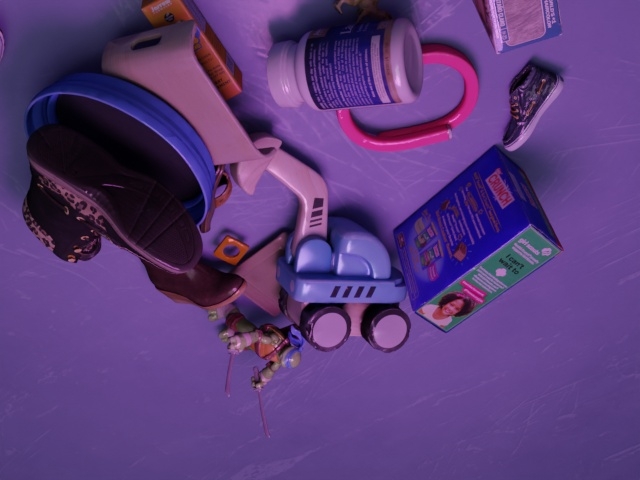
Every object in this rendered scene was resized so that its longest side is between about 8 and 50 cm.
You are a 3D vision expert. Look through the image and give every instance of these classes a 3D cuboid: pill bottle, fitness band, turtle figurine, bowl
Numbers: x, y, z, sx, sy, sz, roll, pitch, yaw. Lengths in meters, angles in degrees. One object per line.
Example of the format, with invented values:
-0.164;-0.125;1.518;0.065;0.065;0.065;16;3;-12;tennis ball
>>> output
0.045;-0.318;1.413;0.264;0.153;0.153;-2;133;23;pill bottle
0.175;-0.284;1.546;0.291;0.054;0.209;-12;129;5;fitness band
-0.189;0.276;1.835;0.198;0.266;0.275;26;94;-45;turtle figurine
-0.384;-0.165;1.499;0.391;0.077;0.391;18;147;12;bowl

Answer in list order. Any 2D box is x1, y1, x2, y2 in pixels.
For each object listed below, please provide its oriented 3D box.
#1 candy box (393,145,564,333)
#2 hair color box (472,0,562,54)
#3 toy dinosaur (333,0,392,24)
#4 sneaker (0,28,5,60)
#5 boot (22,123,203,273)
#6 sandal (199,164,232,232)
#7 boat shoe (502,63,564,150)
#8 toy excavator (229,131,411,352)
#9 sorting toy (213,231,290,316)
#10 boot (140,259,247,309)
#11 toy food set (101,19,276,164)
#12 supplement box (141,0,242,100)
0.326;-0.002;1.651;0.122;0.268;0.317;31;122;-30;candy box
0.277;-0.460;1.212;0.105;0.347;0.174;-16;129;10;hair color box
0.069;-0.452;1.412;0.092;0.053;0.183;-35;132;6;toy dinosaur
-0.709;-0.294;1.425;0.130;0.147;0.330;35;119;-28;sneaker
-0.428;-0.035;1.514;0.377;0.138;0.284;36;145;-10;boot
-0.223;-0.103;1.654;0.060;0.090;0.219;3;130;-18;sandal
0.409;-0.274;1.567;0.083;0.065;0.183;22;120;-17;boat shoe
0.000;0.000;1.687;0.433;0.222;0.445;3;103;-20;toy excavator
-0.100;0.076;1.839;0.196;0.047;0.347;-37;123;20;sorting toy
-0.309;0.062;1.749;0.248;0.090;0.207;-7;130;34;boot
-0.240;-0.260;1.434;0.219;0.092;0.306;-3;139;32;toy food set
-0.237;-0.368;1.436;0.078;0.080;0.233;-26;125;14;supplement box
